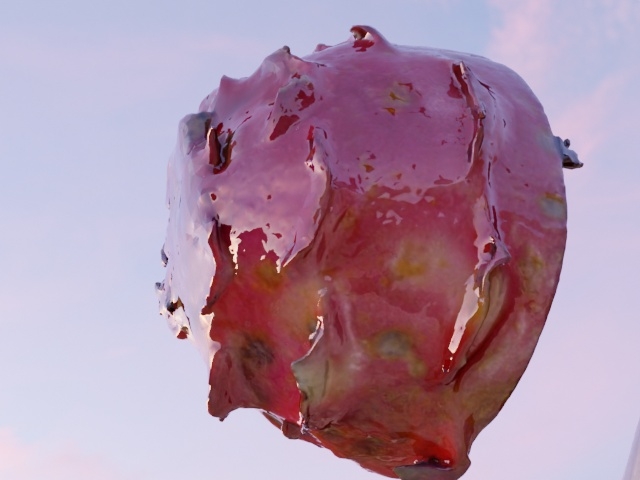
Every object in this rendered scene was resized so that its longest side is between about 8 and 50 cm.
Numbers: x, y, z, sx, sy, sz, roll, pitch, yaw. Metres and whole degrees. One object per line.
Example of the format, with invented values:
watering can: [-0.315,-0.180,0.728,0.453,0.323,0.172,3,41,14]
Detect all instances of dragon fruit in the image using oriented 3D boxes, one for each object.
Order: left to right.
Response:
dragon fruit: [0.000,0.000,0.865,0.249,0.386,0.371,16,-44,-28]

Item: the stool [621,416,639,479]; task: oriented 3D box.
stool: [0.333,0.134,0.812,0.179,0.179,0.264,-1,-65,-22]
